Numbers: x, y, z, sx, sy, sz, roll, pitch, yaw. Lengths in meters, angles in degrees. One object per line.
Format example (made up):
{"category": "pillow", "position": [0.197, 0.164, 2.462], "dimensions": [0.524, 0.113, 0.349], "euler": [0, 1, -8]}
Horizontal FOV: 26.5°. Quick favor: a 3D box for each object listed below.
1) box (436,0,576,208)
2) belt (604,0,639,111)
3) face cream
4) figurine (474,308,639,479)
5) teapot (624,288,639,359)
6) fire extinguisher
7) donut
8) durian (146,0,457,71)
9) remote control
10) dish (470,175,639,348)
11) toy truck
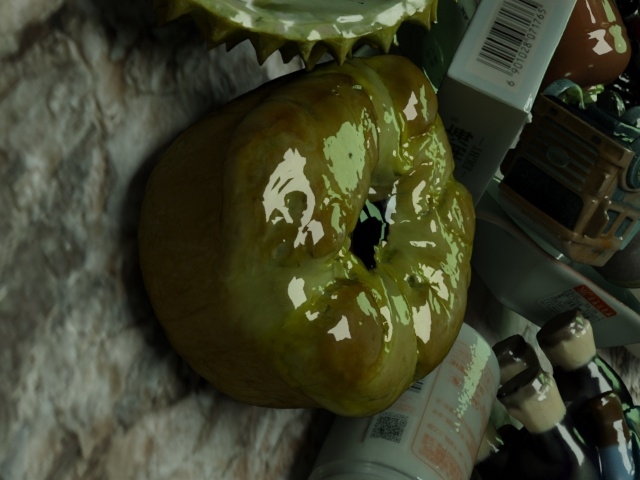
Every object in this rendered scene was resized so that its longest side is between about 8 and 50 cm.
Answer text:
{"category": "box", "position": [0.145, -0.159, 1.025], "dimensions": [0.067, 0.155, 0.243], "euler": [26, 60, 1]}
{"category": "belt", "position": [0.314, -0.262, 1.407], "dimensions": [0.289, 0.184, 0.164], "euler": [56, 32, -39]}
{"category": "face cream", "position": [0.043, 0.161, 0.880], "dimensions": [0.101, 0.101, 0.251], "euler": [59, 36, -27]}
{"category": "figurine", "position": [0.251, 0.249, 1.084], "dimensions": [0.412, 0.241, 0.306], "euler": [41, 27, -32]}
{"category": "teapot", "position": [0.368, 0.023, 1.422], "dimensions": [0.204, 0.139, 0.298], "euler": [63, 34, -16]}
{"category": "fire extinguisher", "position": [0.202, -0.236, 1.248], "dimensions": [0.200, 0.113, 0.376], "euler": [11, 60, -74]}
{"category": "donut", "position": [0.000, 0.000, 0.846], "dimensions": [0.261, 0.128, 0.208], "euler": [-30, 105, -58]}
{"category": "durian", "position": [-0.040, -0.203, 0.817], "dimensions": [0.306, 0.166, 0.172], "euler": [21, 33, -11]}
{"category": "remote control", "position": [0.068, -0.136, 1.095], "dimensions": [0.309, 0.038, 0.090], "euler": [-45, 117, -54]}
{"category": "dish", "position": [0.171, 0.016, 1.133], "dimensions": [0.234, 0.064, 0.154], "euler": [32, 17, -37]}
{"category": "toy truck", "position": [0.243, -0.027, 1.068], "dimensions": [0.257, 0.108, 0.140], "euler": [9, 115, -48]}
